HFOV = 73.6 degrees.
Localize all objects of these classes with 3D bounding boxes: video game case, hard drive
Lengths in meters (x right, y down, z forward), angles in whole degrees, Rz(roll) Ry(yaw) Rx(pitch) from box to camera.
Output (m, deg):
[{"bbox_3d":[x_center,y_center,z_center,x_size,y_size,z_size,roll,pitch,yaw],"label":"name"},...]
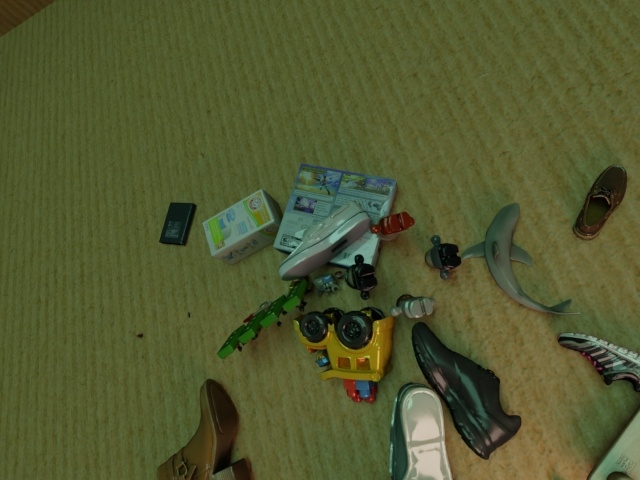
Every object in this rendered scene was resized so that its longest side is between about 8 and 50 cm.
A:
[{"bbox_3d":[0.040,-0.059,1.113,0.269,0.061,0.245,14,79,20],"label":"video game case"},{"bbox_3d":[-0.448,-0.054,1.342,0.094,0.022,0.135,4,74,23],"label":"hard drive"}]

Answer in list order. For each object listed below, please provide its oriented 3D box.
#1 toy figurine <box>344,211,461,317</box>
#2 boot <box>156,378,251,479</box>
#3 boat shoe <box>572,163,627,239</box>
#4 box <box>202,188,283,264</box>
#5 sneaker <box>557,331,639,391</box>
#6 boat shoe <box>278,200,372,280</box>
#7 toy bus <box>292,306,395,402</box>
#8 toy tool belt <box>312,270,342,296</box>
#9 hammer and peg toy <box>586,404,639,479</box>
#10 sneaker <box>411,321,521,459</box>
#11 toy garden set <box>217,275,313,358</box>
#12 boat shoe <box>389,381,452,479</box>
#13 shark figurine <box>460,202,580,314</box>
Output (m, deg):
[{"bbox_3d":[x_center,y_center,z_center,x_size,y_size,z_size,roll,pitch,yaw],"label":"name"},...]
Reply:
[{"bbox_3d":[0.180,0.058,0.953,0.209,0.148,0.213,30,82,-2],"label":"toy figurine"},{"bbox_3d":[-0.303,0.512,1.052,0.220,0.109,0.284,-30,71,15],"label":"boot"},{"bbox_3d":[0.599,-0.087,0.905,0.064,0.060,0.178,28,84,28],"label":"boat shoe"},{"bbox_3d":[-0.206,-0.035,1.191,0.203,0.103,0.114,-28,65,11],"label":"box"},{"bbox_3d":[0.538,0.232,0.813,0.170,0.063,0.075,20,81,32],"label":"sneaker"},{"bbox_3d":[0.000,0.000,1.033,0.258,0.095,0.084,-33,63,-7],"label":"boat shoe"},{"bbox_3d":[0.057,0.260,0.973,0.220,0.149,0.212,-3,87,24],"label":"toy bus"},{"bbox_3d":[0.023,0.111,1.083,0.083,0.052,0.051,-16,98,20],"label":"toy tool belt"},{"bbox_3d":[0.587,0.429,0.691,0.266,0.127,0.361,38,89,28],"label":"hammer and peg toy"},{"bbox_3d":[0.293,0.288,0.888,0.130,0.109,0.286,-31,70,-1],"label":"sneaker"},{"bbox_3d":[-0.117,0.183,1.051,0.244,0.204,0.049,-37,97,15],"label":"toy garden set"},{"bbox_3d":[0.196,0.451,0.870,0.116,0.099,0.320,0,87,-7],"label":"boat shoe"},{"bbox_3d":[0.403,0.056,0.908,0.166,0.116,0.279,-25,63,14],"label":"shark figurine"}]
